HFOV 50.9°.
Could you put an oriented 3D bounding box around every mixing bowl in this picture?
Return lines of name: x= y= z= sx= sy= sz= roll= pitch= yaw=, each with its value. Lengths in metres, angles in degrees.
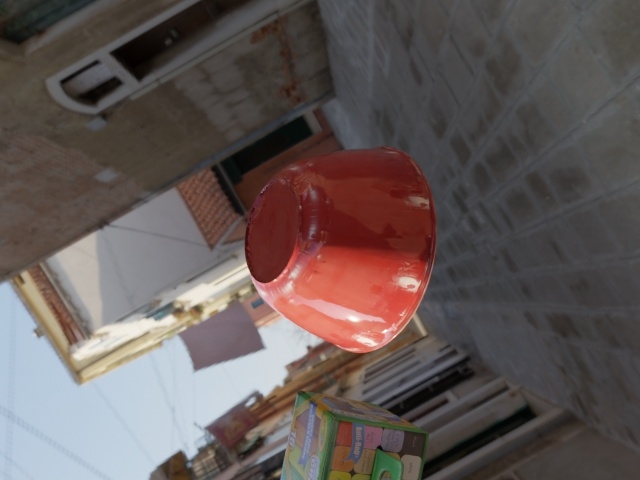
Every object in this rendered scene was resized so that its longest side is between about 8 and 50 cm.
mixing bowl: x=0.000 y=0.000 z=0.562 sx=0.098 sy=0.181 sz=0.181 roll=10 pitch=-145 yaw=-34

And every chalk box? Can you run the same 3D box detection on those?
chalk box: x=0.045 y=0.284 z=0.856 sx=0.213 sy=0.132 sz=0.132 roll=173 pitch=110 yaw=-73
